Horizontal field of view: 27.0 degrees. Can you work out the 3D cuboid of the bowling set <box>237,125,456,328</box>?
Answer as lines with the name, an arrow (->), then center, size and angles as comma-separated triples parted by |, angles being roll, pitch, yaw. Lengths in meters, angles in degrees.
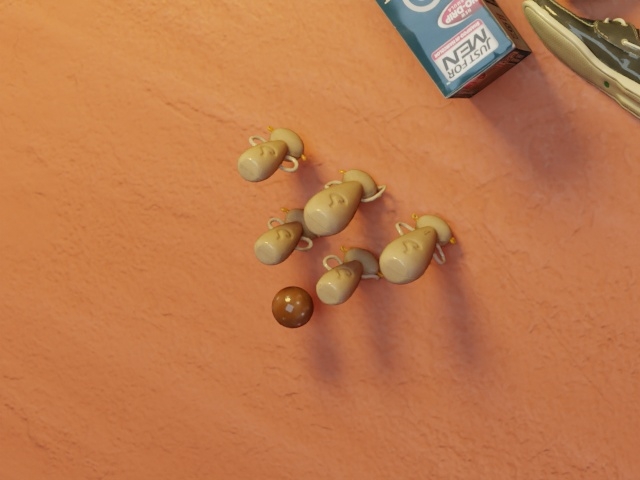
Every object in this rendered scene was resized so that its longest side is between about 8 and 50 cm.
bowling set -> 0.000, 0.000, 1.691 | 0.287, 0.154, 0.200 | 37, 122, 7

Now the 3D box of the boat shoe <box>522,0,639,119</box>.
boat shoe -> 0.345, -0.227, 1.595 | 0.233, 0.084, 0.079 | 37, 82, 12

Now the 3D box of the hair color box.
hair color box -> 0.102, -0.335, 1.591 | 0.105, 0.174, 0.347 | -37, 85, 16
